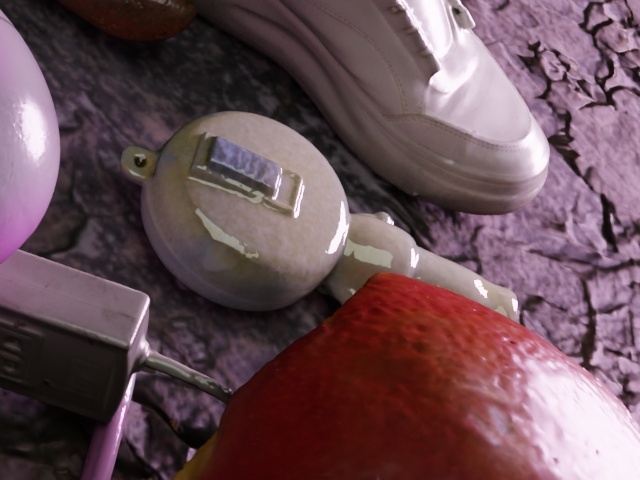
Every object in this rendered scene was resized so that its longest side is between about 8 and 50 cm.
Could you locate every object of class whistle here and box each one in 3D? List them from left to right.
[{"bbox_3d":[0.000,0.000,1.174,0.258,0.067,0.126,25,50,-14],"label":"whistle"}]

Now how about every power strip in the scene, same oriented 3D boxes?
[{"bbox_3d":[-0.128,0.054,1.035,0.175,0.075,0.042,18,48,1],"label":"power strip"}]

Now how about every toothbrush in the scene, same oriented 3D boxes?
[{"bbox_3d":[-0.130,0.177,1.002,0.025,0.020,0.286,28,48,-18],"label":"toothbrush"}]

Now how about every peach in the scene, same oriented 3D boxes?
[{"bbox_3d":[0.062,0.189,0.956,0.306,0.242,0.380,-11,63,-30],"label":"peach"}]

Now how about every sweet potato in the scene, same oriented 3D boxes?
[{"bbox_3d":[-0.175,-0.183,1.223,0.214,0.050,0.050,32,47,3],"label":"sweet potato"}]

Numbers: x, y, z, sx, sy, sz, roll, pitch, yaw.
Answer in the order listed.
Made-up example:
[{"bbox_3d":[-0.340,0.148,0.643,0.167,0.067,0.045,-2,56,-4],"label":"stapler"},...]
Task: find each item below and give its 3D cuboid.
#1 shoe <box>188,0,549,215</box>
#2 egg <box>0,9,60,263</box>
[{"bbox_3d":[0.038,-0.159,1.251,0.316,0.159,0.124,35,46,1],"label":"shoe"},{"bbox_3d":[-0.242,-0.064,0.962,0.196,0.271,0.196,-6,100,-38],"label":"egg"}]
